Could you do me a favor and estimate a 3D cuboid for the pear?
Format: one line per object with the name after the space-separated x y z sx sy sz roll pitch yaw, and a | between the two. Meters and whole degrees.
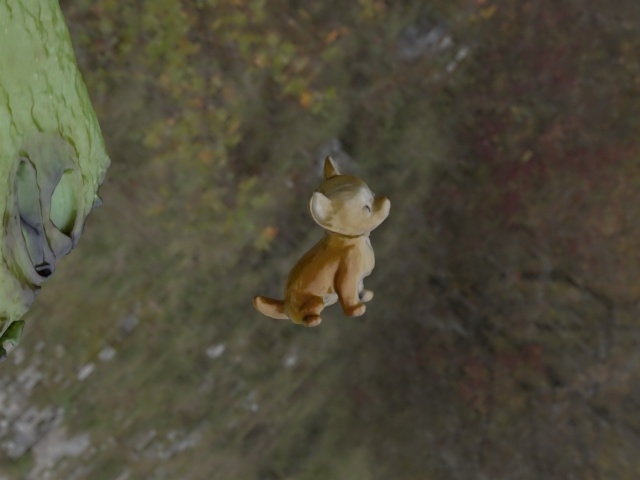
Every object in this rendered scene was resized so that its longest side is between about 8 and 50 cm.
-0.243 -0.071 0.906 0.238 0.164 0.255 -69 155 -50 | pear

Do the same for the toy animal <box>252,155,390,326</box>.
0.000 0.000 0.878 0.060 0.081 0.083 -48 131 -70 | toy animal
